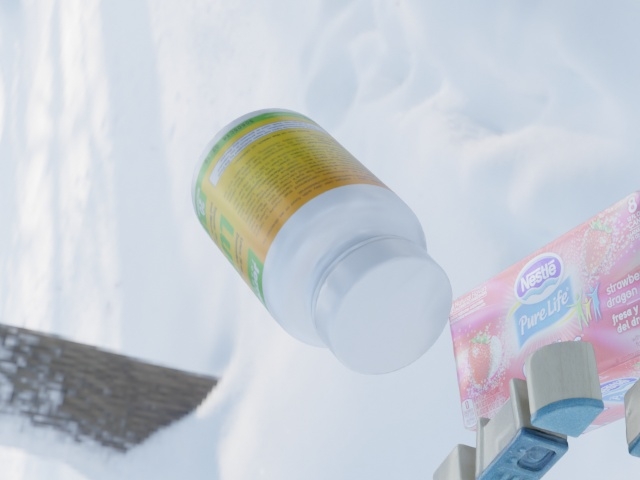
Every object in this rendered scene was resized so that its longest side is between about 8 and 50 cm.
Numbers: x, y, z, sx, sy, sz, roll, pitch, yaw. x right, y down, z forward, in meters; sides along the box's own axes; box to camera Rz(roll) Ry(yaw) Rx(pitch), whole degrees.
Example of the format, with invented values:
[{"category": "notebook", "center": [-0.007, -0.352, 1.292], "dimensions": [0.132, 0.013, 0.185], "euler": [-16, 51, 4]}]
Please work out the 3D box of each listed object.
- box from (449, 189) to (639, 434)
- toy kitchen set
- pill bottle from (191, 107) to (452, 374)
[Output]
[{"category": "box", "center": [0.269, 0.080, 1.154], "dimensions": [0.300, 0.154, 0.142], "euler": [-39, 52, 53]}, {"category": "toy kitchen set", "center": [0.208, 0.200, 0.967], "dimensions": [0.122, 0.166, 0.207], "euler": [-87, 20, -46]}, {"category": "pill bottle", "center": [0.000, 0.000, 0.973], "dimensions": [0.246, 0.136, 0.136], "euler": [47, 122, 51]}]
